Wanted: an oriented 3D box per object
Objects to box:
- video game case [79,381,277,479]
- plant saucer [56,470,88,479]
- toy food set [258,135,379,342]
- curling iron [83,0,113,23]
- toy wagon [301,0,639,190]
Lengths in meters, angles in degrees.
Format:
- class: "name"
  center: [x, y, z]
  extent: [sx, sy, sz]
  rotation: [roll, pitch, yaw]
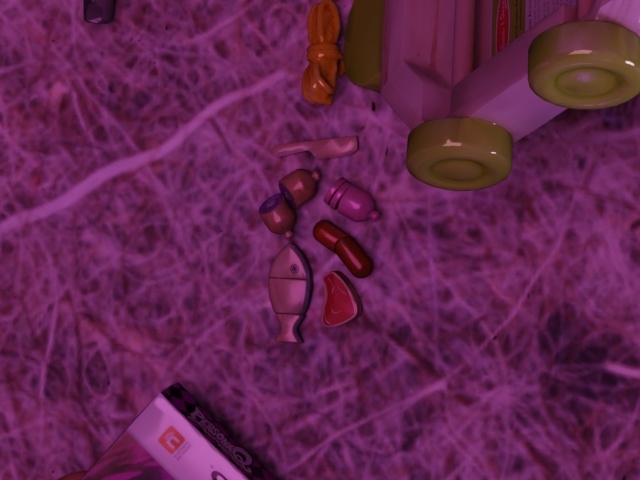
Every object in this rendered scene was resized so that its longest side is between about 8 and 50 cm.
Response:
- class: "video game case"
  center: [-0.092, 0.241, 1.185]
  extent: [0.210, 0.042, 0.232]
  rotation: [44, 104, 6]
- class: "plant saucer"
  center: [-0.149, 0.189, 1.226]
  extent: [0.083, 0.015, 0.083]
  rotation: [1, 92, 18]
- class: "toy food set"
  center: [0.000, 0.000, 1.169]
  extent: [0.078, 0.019, 0.122]
  rotation: [-6, 90, 18]
- class: "curling iron"
  center: [-0.141, -0.272, 1.202]
  extent: [0.068, 0.035, 0.274]
  rotation: [0, 97, 39]
- class: "toy wagon"
  center: [0.094, -0.161, 1.035]
  extent: [0.068, 0.344, 0.267]
  rotation: [15, 65, -23]
